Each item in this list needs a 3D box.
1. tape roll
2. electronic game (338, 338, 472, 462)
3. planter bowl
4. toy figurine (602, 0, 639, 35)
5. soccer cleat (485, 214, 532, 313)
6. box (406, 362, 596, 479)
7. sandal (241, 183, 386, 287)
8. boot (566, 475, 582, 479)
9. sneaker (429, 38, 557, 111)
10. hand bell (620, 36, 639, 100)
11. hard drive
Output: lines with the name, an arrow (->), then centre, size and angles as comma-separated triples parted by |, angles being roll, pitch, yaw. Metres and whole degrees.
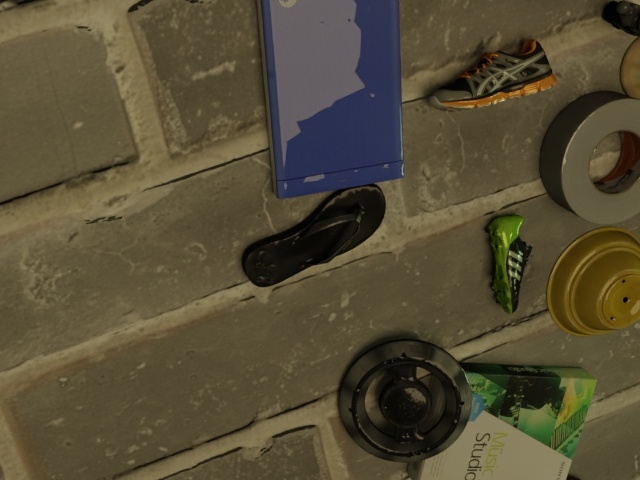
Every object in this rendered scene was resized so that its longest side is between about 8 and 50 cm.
tape roll -> 0.485, -0.141, 1.646 | 0.219, 0.072, 0.219 | -8, 112, -19
electronic game -> 0.146, 0.277, 1.665 | 0.229, 0.048, 0.229 | 0, 106, 1
planter bowl -> 0.524, 0.092, 1.739 | 0.217, 0.090, 0.217 | -7, 112, -18
toy figurine -> 0.554, -0.427, 1.521 | 0.213, 0.148, 0.209 | -18, 114, -14
soccer cleat -> 0.331, 0.042, 1.666 | 0.072, 0.060, 0.178 | -16, 111, -16
box -> 0.335, 0.341, 1.780 | 0.322, 0.058, 0.232 | 5, 108, -23
sandal -> 0.000, 0.001, 1.527 | 0.254, 0.054, 0.097 | -32, 117, -6
boot -> 0.421, 0.520, 1.886 | 0.219, 0.082, 0.106 | -2, 132, -24
sneaker -> 0.265, -0.255, 1.524 | 0.215, 0.084, 0.083 | -18, 102, -17
hand bell -> 0.606, -0.258, 1.551 | 0.126, 0.242, 0.126 | -7, 111, -18
hard drive -> 0.020, -0.233, 1.454 | 0.210, 0.040, 0.318 | -11, 113, -16
